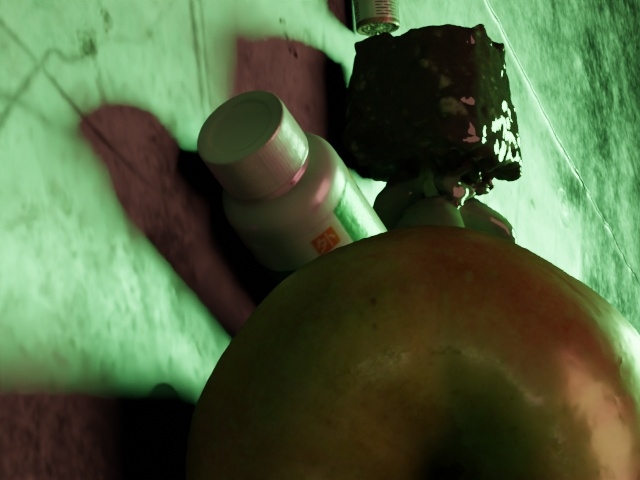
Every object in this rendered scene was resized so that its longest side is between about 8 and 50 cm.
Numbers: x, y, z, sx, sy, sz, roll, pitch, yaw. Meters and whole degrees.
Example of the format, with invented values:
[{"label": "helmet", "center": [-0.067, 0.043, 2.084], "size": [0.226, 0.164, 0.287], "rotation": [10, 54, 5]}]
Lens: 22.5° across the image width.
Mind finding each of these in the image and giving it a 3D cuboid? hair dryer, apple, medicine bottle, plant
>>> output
[{"label": "hair dryer", "center": [0.010, -0.269, 1.365], "size": [0.183, 0.044, 0.155], "rotation": [17, 64, -59]}, {"label": "apple", "center": [0.074, 0.149, 1.032], "size": [0.277, 0.319, 0.319], "rotation": [-33, 112, -88]}, {"label": "medicine bottle", "center": [0.000, 0.000, 1.174], "size": [0.260, 0.095, 0.095], "rotation": [57, 33, -43]}, {"label": "plant", "center": [0.100, -0.038, 1.343], "size": [0.149, 0.146, 0.274], "rotation": [8, 71, -50]}]
